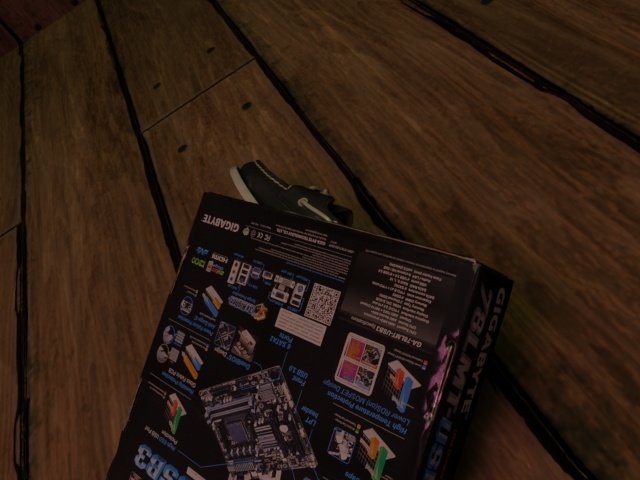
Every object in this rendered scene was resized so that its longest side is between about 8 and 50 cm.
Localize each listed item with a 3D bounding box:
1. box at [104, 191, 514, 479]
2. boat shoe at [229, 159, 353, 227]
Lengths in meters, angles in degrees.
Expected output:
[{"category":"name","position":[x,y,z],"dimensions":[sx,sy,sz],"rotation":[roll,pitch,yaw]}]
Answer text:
[{"category":"box","position":[-0.031,0.127,0.477],"dimensions":[0.295,0.073,0.294],"rotation":[15,88,40]},{"category":"boat shoe","position":[0.000,0.000,0.619],"dimensions":[0.091,0.114,0.302],"rotation":[-37,56,-2]}]
